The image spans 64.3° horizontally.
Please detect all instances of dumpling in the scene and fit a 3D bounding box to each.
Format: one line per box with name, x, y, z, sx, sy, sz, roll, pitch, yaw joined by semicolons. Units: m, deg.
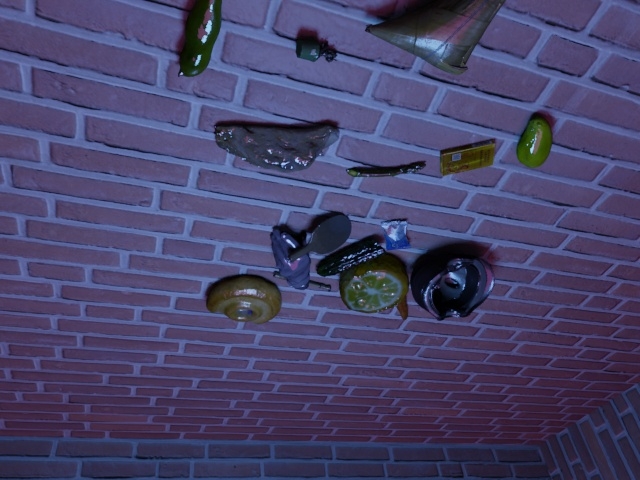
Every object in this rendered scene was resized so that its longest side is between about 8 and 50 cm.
dumpling;-0.117;-0.232;1.375;0.332;0.086;0.166;0;135;-3

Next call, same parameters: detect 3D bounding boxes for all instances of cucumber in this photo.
cucumber;0.097;0.064;1.745;0.265;0.077;0.077;-25;136;17

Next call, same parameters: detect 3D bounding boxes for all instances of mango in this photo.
mango;0.609;-0.274;1.448;0.091;0.074;0.165;-11;138;6

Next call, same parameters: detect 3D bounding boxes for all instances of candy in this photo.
candy;0.193;0.159;1.836;0.260;0.118;0.260;-5;136;-5
candy;0.255;-0.017;1.711;0.088;0.038;0.136;-3;133;15

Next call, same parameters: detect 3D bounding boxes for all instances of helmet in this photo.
helmet;0.448;0.149;1.813;0.305;0.177;0.225;-7;108;-28

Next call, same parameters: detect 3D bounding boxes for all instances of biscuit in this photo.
biscuit;-0.265;0.218;1.848;0.274;0.091;0.213;18;134;-24

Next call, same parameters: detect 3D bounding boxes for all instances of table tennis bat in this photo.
table tennis bat;0.000;0.000;1.627;0.234;0.022;0.131;-31;132;-16

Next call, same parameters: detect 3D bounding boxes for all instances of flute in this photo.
flute;-0.065;0.150;1.851;0.233;0.027;0.027;16;133;-25

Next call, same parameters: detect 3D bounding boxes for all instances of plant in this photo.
plant;-0.005;-0.441;1.184;0.102;0.051;0.051;-3;140;-26

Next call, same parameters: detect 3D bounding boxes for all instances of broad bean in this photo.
broad bean;-0.233;-0.476;1.100;0.098;0.056;0.318;26;126;-32

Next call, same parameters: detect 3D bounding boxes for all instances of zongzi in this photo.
zongzi;0.255;-0.509;1.116;0.256;0.115;0.228;19;129;-13

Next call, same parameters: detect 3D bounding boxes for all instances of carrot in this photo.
carrot;0.326;0.262;2.026;0.057;0.057;0.224;-15;141;8

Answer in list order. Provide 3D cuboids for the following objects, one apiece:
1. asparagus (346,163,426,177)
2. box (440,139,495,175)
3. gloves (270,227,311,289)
asparagus;0.193;-0.203;1.496;0.236;0.027;0.034;-5;127;-4
box;0.430;-0.241;1.495;0.156;0.022;0.089;-13;137;5
gloves;-0.086;0.063;1.705;0.142;0.119;0.285;-38;136;-14
